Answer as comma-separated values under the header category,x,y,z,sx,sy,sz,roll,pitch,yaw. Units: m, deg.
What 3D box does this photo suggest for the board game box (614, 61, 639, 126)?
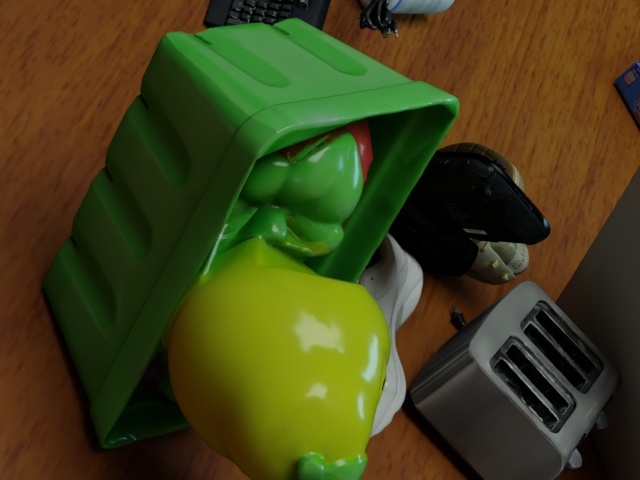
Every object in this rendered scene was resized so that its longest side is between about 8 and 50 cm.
category,x,y,z,sx,sy,sz,roll,pitch,yaw
board game box,0.488,-0.152,2.437,0.210,0.047,0.160,-5,62,-42

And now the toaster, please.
category,x,y,z,sx,sy,sz,roll,pitch,yaw
toaster,0.188,0.145,1.873,0.185,0.110,0.168,47,38,1

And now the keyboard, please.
category,x,y,z,sx,sy,sz,roll,pitch,yaw
keyboard,0.000,-0.305,2.091,0.202,0.033,0.317,14,45,0

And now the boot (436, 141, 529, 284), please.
category,x,y,z,sx,sy,sz,roll,pitch,yaw
boot,0.161,-0.021,1.909,0.165,0.213,0.077,39,69,-30

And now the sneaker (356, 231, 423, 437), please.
category,x,y,z,sx,sy,sz,roll,pitch,yaw
sneaker,0.026,0.078,1.761,0.115,0.090,0.232,56,34,-44

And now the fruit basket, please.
category,x,y,z,sx,sy,sz,roll,pitch,yaw
fruit basket,-0.033,0.047,1.556,0.283,0.392,0.392,-14,67,-47

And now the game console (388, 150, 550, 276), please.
category,x,y,z,sx,sy,sz,roll,pitch,yaw
game console,0.093,-0.035,1.748,0.213,0.361,0.044,37,77,-25

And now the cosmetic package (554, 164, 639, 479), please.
category,x,y,z,sx,sy,sz,roll,pitch,yaw
cosmetic package,0.501,0.105,1.919,0.394,0.329,0.327,-7,59,-19

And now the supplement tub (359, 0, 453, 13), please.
category,x,y,z,sx,sy,sz,roll,pitch,yaw
supplement tub,0.099,-0.296,2.196,0.107,0.071,0.071,-4,60,-44
